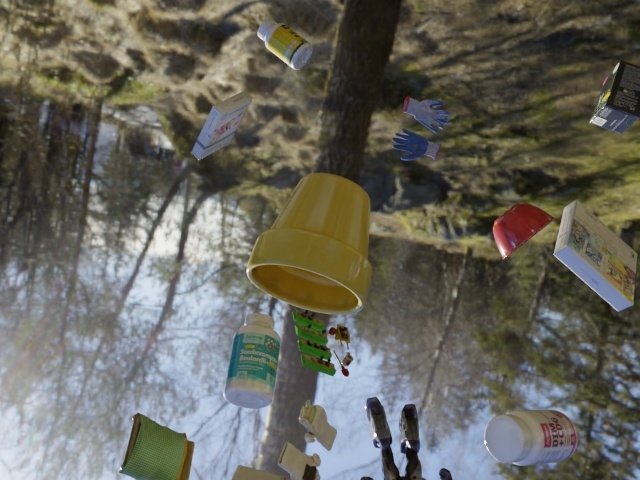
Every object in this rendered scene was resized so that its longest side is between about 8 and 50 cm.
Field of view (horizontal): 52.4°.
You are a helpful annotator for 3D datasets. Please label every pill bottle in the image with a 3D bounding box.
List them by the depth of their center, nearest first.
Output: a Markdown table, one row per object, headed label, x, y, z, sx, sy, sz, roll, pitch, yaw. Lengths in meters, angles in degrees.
| label | x | y | z | sx | sy | sz | roll | pitch | yaw |
| --- | --- | --- | --- | --- | --- | --- | --- | --- | --- |
| pill bottle | -0.079 | -0.429 | 1.411 | 0.116 | 0.065 | 0.065 | 40 | -171 | 12 |
| pill bottle | -0.197 | 0.352 | 1.932 | 0.146 | 0.264 | 0.146 | 4 | 145 | 3 |
| pill bottle | 0.636 | 0.595 | 1.970 | 0.283 | 0.160 | 0.160 | 11 | 179 | -39 |

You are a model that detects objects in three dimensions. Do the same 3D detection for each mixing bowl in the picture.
| label | x | y | z | sx | sy | sz | roll | pitch | yaw |
| --- | --- | --- | --- | --- | --- | --- | --- | --- | --- |
| mixing bowl | 0.550 | -0.040 | 1.816 | 0.098 | 0.181 | 0.181 | 51 | -167 | 12 |

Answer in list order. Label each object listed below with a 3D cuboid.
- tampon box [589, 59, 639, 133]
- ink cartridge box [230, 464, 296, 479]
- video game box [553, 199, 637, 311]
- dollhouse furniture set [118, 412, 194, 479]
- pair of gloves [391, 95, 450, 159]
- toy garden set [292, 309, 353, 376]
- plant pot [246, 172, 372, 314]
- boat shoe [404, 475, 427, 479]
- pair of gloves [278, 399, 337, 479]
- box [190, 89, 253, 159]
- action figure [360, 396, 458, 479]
| label | x | y | z | sx | sy | sz | roll | pitch | yaw |
| --- | --- | --- | --- | --- | --- | --- | --- | --- | --- |
| tampon box | 0.882 | -0.419 | 1.909 | 0.102 | 0.161 | 0.120 | 22 | 165 | 6 |
| ink cartridge box | -0.080 | 0.636 | 1.444 | 0.278 | 0.201 | 0.117 | 13 | -148 | 7 |
| video game box | 0.630 | 0.032 | 1.481 | 0.205 | 0.048 | 0.187 | 40 | -137 | -6 |
| dollhouse furniture set | -0.368 | 0.579 | 1.594 | 0.151 | 0.301 | 0.197 | -22 | 134 | 26 |
| pair of gloves | 0.297 | -0.327 | 1.929 | 0.159 | 0.198 | 0.023 | 15 | -170 | -18 |
| toy garden set | 0.025 | 0.318 | 2.016 | 0.204 | 0.049 | 0.244 | 25 | -155 | -25 |
| plant pot | 0.000 | 0.000 | 1.372 | 0.254 | 0.239 | 0.254 | 15 | 156 | 7 |
| boat shoe | 0.102 | 0.553 | 1.247 | 0.104 | 0.285 | 0.089 | 57 | -175 | 38 |
| pair of gloves | -0.025 | 0.621 | 1.963 | 0.042 | 0.240 | 0.204 | -5 | 130 | 34 |
| box | -0.275 | -0.321 | 1.817 | 0.038 | 0.186 | 0.145 | 42 | -137 | 6 |
| action figure | 0.141 | 0.409 | 1.113 | 0.185 | 0.099 | 0.285 | 1 | -143 | -7 |
